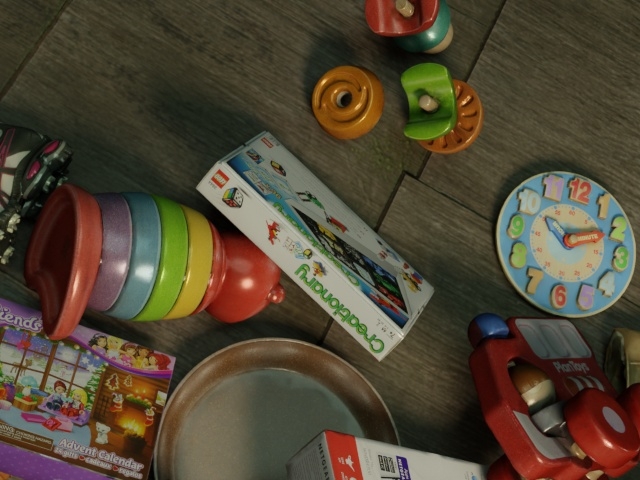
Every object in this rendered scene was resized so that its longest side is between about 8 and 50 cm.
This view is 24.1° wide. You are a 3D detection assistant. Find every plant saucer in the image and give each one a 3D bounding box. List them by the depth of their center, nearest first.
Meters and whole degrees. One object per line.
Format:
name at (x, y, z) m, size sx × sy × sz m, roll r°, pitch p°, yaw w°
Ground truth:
plant saucer at (-0.053, 0.273, 1.815) m, size 0.310 × 0.050 × 0.311 m, roll 6°, pitch 69°, yaw -16°

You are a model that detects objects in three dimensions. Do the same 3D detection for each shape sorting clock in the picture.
shape sorting clock at (0.335, 0.004, 2.039) m, size 0.206 × 0.040 × 0.206 m, roll 6°, pitch 69°, yaw -16°

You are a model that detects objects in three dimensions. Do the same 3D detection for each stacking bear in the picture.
stacking bear at (-0.183, 0.030, 1.797) m, size 0.289 × 0.164 × 0.175 m, roll 9°, pitch 26°, yaw -29°

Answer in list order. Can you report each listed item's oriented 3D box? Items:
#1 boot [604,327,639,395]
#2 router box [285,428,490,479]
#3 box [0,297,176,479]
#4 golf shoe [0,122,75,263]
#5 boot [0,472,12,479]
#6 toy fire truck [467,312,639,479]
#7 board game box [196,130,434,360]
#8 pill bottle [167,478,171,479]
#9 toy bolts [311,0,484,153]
boot at (0.518, 0.144, 2.023) m, size 0.269 × 0.089 × 0.236 m, roll 7°, pitch 69°, yaw -14°
router box at (0.128, 0.397, 1.689) m, size 0.301 × 0.082 × 0.335 m, roll 17°, pitch 43°, yaw -34°
box at (-0.326, 0.175, 1.716) m, size 0.293 × 0.057 × 0.201 m, roll 19°, pitch 42°, yaw -10°
golf shoe at (-0.401, -0.038, 1.772) m, size 0.120 × 0.105 × 0.273 m, roll 28°, pitch 42°, yaw 2°
boot at (-0.387, 0.283, 1.694) m, size 0.152 × 0.073 × 0.197 m, roll -30°, pitch 86°, yaw -30°
toy fire truck at (0.285, 0.200, 1.843) m, size 0.302 × 0.169 × 0.254 m, roll 4°, pitch 46°, yaw -51°
board game box at (0.000, 0.000, 1.865) m, size 0.305 × 0.053 × 0.193 m, roll 44°, pitch 22°, yaw 1°
pill bottle at (-0.191, 0.382, 1.662) m, size 0.122 × 0.123 × 0.219 m, roll 34°, pitch 81°, yaw -4°
toy bolts at (0.114, -0.225, 2.028) m, size 0.218 × 0.158 × 0.229 m, roll -3°, pitch 79°, yaw 23°
